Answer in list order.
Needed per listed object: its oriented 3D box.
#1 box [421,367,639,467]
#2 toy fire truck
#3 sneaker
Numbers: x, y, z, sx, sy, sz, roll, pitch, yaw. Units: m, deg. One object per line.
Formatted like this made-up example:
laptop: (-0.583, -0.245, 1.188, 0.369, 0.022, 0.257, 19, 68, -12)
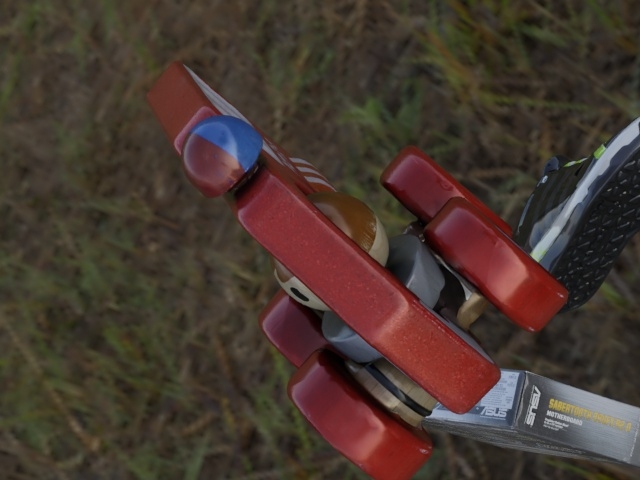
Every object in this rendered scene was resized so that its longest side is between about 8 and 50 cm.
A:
box: (0.186, 0.165, 1.682, 0.231, 0.183, 0.056, -1, 74, 58)
toy fire truck: (0.000, 0.000, 1.130, 0.169, 0.254, 0.302, -49, 19, 6)
sneaker: (0.201, -0.039, 1.360, 0.234, 0.084, 0.097, -56, 43, 41)
